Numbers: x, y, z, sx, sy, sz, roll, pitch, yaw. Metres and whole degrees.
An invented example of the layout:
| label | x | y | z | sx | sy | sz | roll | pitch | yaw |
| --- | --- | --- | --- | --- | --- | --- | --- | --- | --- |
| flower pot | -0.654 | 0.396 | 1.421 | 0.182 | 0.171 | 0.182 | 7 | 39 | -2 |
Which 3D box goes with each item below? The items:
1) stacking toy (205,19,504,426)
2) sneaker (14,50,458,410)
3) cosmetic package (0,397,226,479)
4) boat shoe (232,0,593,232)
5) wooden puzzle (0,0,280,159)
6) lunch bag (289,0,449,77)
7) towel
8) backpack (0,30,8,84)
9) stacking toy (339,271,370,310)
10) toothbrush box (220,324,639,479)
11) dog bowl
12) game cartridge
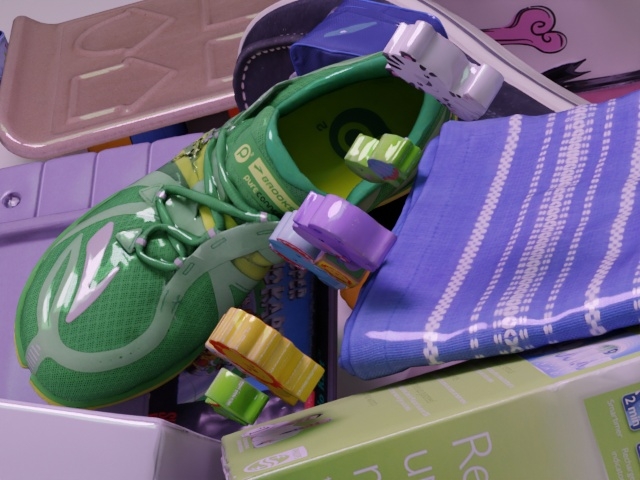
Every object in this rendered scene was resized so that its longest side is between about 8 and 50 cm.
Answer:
| label | x | y | z | sx | sy | sz | roll | pitch | yaw |
| --- | --- | --- | --- | --- | --- | --- | --- | --- | --- |
| stacking toy | 0.000 | 0.000 | 0.887 | 0.167 | 0.052 | 0.221 | -57 | 3 | -12 |
| sneaker | -0.050 | -0.022 | 1.050 | 0.295 | 0.109 | 0.123 | -38 | -10 | -12 |
| cosmetic package | -0.152 | 0.145 | 0.896 | 0.224 | 0.138 | 0.225 | 6 | -10 | 16 |
| boat shoe | 0.054 | -0.051 | 1.298 | 0.156 | 0.187 | 0.500 | -22 | 32 | -23 |
| wooden puzzle | -0.111 | -0.158 | 1.737 | 0.348 | 0.080 | 0.322 | -11 | 26 | 0 |
| lunch bag | 0.040 | -0.109 | 1.180 | 0.098 | 0.067 | 0.065 | 18 | 51 | 35 |
| towel | 0.182 | -0.035 | 0.866 | 0.336 | 0.040 | 0.243 | -15 | 21 | 23 |
| backpack | -0.354 | -0.159 | 1.858 | 0.114 | 0.084 | 0.105 | -4 | 28 | 33 |
| stacking toy | 0.159 | 0.003 | 1.042 | 0.302 | 0.165 | 0.175 | -8 | -1 | 7 |
| toothbrush box | 0.121 | 0.146 | 0.797 | 0.283 | 0.206 | 0.122 | -16 | 5 | -5 |
| dog bowl | 0.230 | -0.230 | 1.597 | 0.408 | 0.150 | 0.408 | -13 | 25 | 6 |
| game cartridge | -0.102 | 0.079 | 1.118 | 0.230 | 0.068 | 0.355 | -13 | 48 | 15 |
